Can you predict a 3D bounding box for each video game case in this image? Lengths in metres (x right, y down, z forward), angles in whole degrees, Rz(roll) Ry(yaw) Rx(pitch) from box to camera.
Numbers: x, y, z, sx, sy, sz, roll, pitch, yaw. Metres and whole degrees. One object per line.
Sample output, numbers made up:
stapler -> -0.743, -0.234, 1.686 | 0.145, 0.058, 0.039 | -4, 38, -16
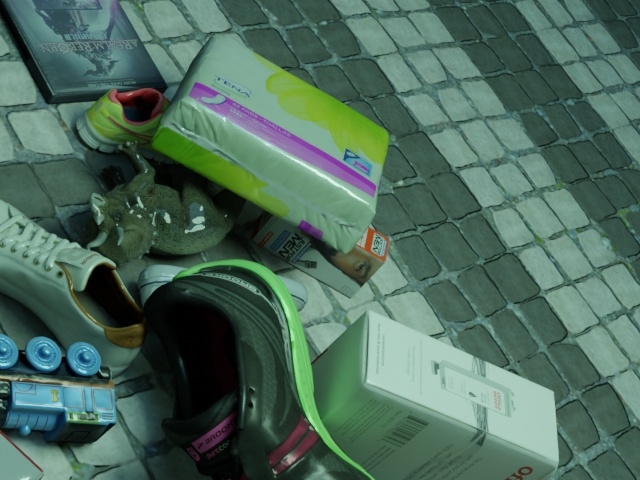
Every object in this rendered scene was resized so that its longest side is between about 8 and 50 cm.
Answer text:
video game case -> -0.356, -0.310, 1.912 | 0.196, 0.026, 0.274 | -11, 61, -44

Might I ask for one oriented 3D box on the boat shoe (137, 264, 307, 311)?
boat shoe -> -0.123, 0.086, 1.710 | 0.226, 0.083, 0.076 | 6, 62, -21

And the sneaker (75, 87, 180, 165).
sneaker -> -0.220, -0.162, 1.831 | 0.208, 0.094, 0.081 | -1, 54, -41

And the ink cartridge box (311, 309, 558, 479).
ink cartridge box -> 0.120, 0.229, 1.661 | 0.283, 0.207, 0.117 | 25, 44, -20

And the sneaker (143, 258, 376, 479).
sneaker -> -0.071, 0.244, 1.494 | 0.202, 0.185, 0.483 | 0, 54, -49

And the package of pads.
package of pads -> -0.056, -0.136, 1.793 | 0.296, 0.101, 0.229 | 30, 31, -9

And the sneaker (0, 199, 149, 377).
sneaker -> -0.308, 0.023, 1.572 | 0.290, 0.123, 0.106 | 41, 41, 1

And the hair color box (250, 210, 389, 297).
hair color box -> 0.000, 0.000, 1.863 | 0.167, 0.093, 0.053 | 29, 41, -14

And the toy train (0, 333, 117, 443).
toy train -> -0.311, 0.164, 1.476 | 0.184, 0.080, 0.105 | 9, 55, -33

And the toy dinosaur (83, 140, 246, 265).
toy dinosaur -> -0.198, -0.037, 1.746 | 0.313, 0.121, 0.160 | 5, 64, -43

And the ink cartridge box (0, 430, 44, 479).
ink cartridge box -> -0.371, 0.252, 1.270 | 0.128, 0.176, 0.127 | 42, 42, 1
